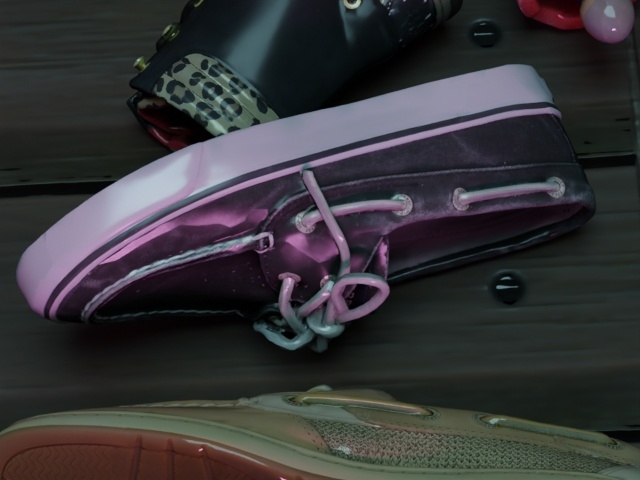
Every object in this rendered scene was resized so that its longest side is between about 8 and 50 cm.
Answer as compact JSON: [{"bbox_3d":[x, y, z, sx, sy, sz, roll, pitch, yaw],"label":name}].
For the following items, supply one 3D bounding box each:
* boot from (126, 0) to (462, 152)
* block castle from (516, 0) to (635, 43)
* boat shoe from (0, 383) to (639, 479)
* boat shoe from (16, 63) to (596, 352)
[{"bbox_3d":[-0.060,-0.150,1.132,0.236,0.085,0.178,37,72,20],"label":"boot"},{"bbox_3d":[0.313,-0.288,1.068,0.453,0.303,0.213,-12,55,-4],"label":"block castle"},{"bbox_3d":[0.007,0.132,0.971,0.341,0.122,0.110,8,25,4],"label":"boat shoe"},{"bbox_3d":[-0.001,0.002,1.034,0.306,0.113,0.105,-16,69,-23],"label":"boat shoe"}]
